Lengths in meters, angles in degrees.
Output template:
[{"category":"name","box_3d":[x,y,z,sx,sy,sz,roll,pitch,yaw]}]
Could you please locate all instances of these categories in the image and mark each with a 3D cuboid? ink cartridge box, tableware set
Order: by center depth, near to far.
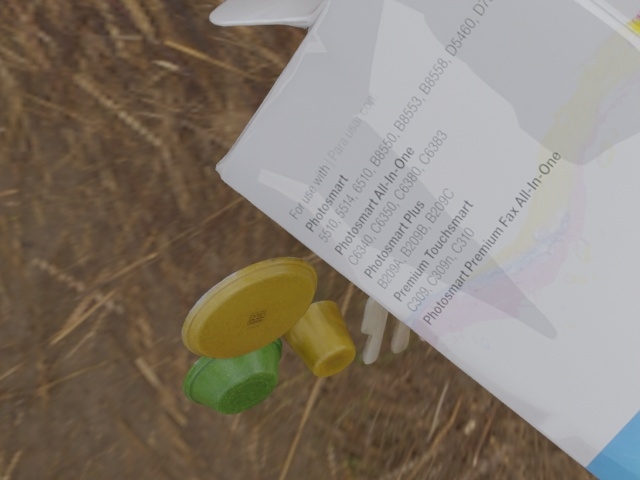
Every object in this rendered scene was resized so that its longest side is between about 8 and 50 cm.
[{"category":"ink cartridge box","box_3d":[0.057,-0.029,0.398,0.143,0.092,0.090,38,131,3]},{"category":"tableware set","box_3d":[0.000,0.000,0.620,0.104,0.154,0.024,-21,59,-19]}]
